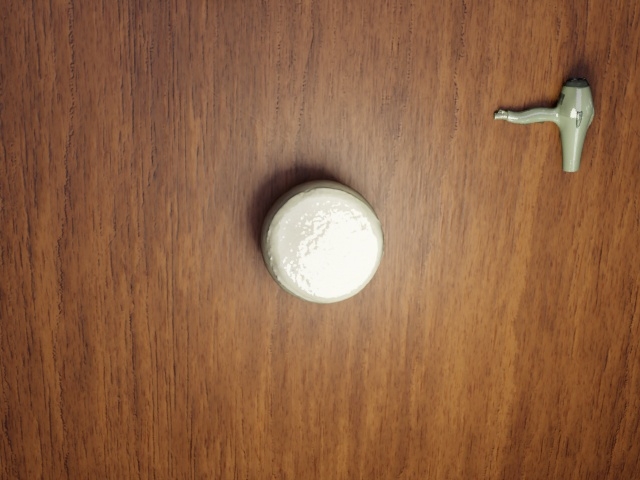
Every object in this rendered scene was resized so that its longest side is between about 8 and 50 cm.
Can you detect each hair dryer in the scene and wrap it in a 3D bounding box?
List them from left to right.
[{"bbox_3d":[0.554,-0.253,1.640,0.225,0.088,0.219,-22,111,13],"label":"hair dryer"}]

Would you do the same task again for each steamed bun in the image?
[{"bbox_3d":[0.000,0.000,1.578,0.283,0.177,0.283,-1,99,-7],"label":"steamed bun"}]
